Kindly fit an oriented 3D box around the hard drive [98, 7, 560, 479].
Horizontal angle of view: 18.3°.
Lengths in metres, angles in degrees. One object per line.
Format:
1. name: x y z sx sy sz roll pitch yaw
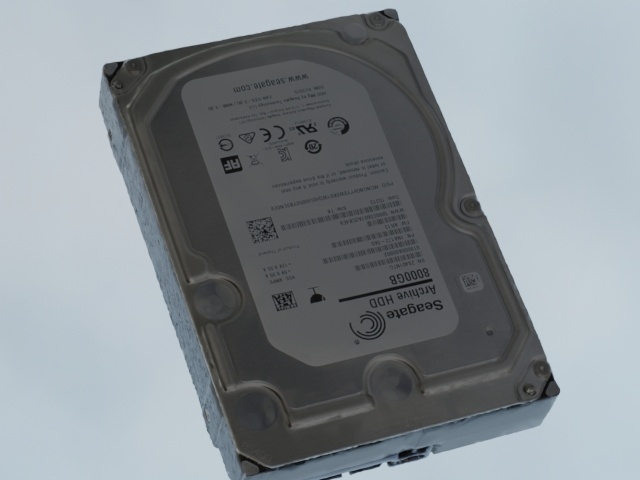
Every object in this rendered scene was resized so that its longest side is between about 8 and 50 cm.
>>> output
1. hard drive: 0.000 0.000 1.410 0.237 0.064 0.339 -12 -116 -16
